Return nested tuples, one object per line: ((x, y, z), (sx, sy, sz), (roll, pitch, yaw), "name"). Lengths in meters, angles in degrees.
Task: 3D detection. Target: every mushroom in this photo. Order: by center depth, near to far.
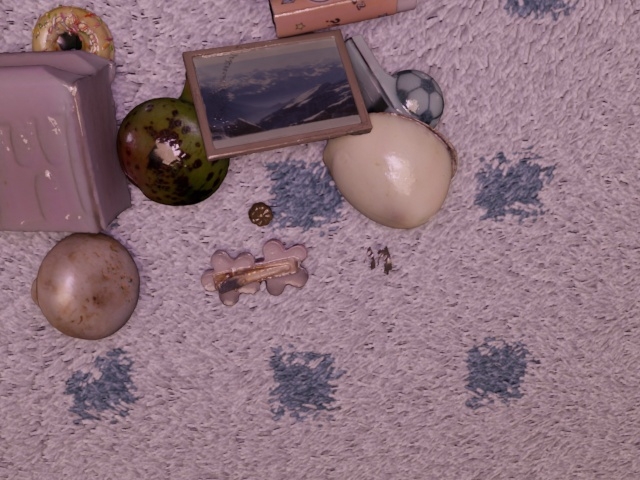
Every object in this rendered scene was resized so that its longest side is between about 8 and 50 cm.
((-0.534, 0.098, 1.446), (0.243, 0.243, 0.244), (-1, 105, -5), "mushroom")

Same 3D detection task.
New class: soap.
((-0.633, -0.189, 1.309), (0.434, 0.213, 0.351), (0, 118, -1), "soap")

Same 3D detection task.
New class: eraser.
((0.039, -0.502, 1.352), (0.290, 0.171, 0.087), (-12, 132, -2), "eraser")

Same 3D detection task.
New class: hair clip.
((-0.152, 0.074, 1.531), (0.256, 0.075, 0.146), (-15, 108, -8), "hair clip")

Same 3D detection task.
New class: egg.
((0.136, -0.129, 1.392), (0.286, 0.174, 0.264), (21, 145, -3), "egg")

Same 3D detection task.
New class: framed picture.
((-0.087, -0.297, 1.309), (0.334, 0.022, 0.247), (-12, 71, -12), "framed picture")

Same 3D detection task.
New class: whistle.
((0.173, -0.323, 1.421), (0.163, 0.163, 0.290), (-32, 85, 3), "whistle")

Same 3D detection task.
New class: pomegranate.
((-0.284, -0.213, 1.382), (0.242, 0.242, 0.306), (43, 54, -14), "pomegranate")

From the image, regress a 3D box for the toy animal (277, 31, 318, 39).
((-0.084, -0.399, 1.412), (0.252, 0.070, 0.079), (-15, 90, 2), "toy animal")

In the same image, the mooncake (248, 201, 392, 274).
((0.001, -0.006, 1.534), (0.346, 0.057, 0.150), (5, 117, 0), "mooncake")

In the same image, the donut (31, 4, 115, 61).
((-0.520, -0.404, 1.368), (0.174, 0.068, 0.175), (-1, 105, -4), "donut")
